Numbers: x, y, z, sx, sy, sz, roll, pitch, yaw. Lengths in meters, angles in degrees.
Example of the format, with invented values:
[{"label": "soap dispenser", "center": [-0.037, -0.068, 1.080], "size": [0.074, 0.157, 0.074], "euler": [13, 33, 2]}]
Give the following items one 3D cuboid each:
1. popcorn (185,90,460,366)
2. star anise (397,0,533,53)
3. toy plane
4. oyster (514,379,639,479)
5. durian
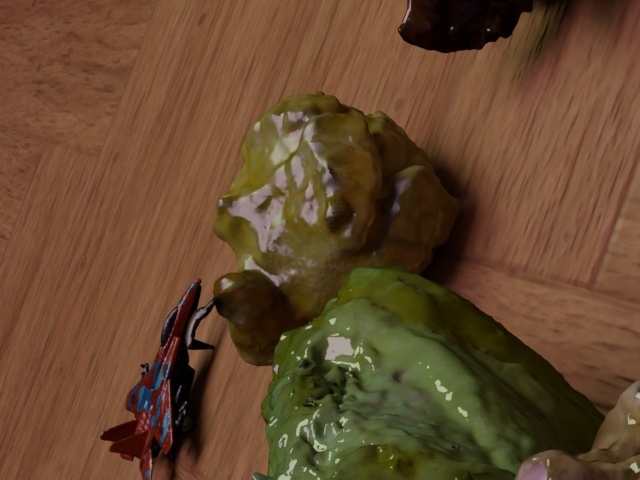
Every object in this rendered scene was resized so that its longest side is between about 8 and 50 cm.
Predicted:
[{"label": "popcorn", "center": [-0.007, -0.007, 0.978], "size": [0.168, 0.173, 0.195], "euler": [40, 105, 17]}, {"label": "star anise", "center": [0.137, -0.224, 0.907], "size": [0.190, 0.126, 0.220], "euler": [-53, -8, -33]}, {"label": "toy plane", "center": [-0.137, 0.126, 1.228], "size": [0.189, 0.061, 0.130], "euler": [-63, 27, 1]}, {"label": "oyster", "center": [0.241, 0.071, 0.458], "size": [0.351, 0.114, 0.237], "euler": [-12, 51, 16]}, {"label": "durian", "center": [0.080, 0.153, 0.631], "size": [0.204, 0.255, 0.339], "euler": [-30, 22, 11]}]
